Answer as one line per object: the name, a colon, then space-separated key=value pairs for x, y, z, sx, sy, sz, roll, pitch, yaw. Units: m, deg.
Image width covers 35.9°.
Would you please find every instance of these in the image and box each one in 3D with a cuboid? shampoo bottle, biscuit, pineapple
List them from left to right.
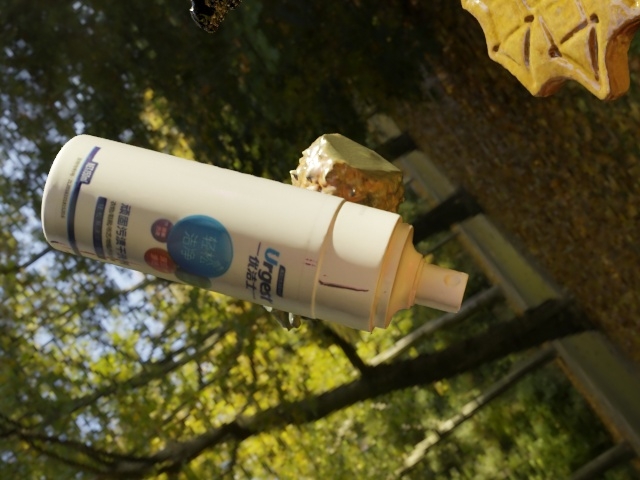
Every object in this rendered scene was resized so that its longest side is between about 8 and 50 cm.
shampoo bottle: x=-0.045 y=0.001 z=0.714 sx=0.303 sy=0.092 sz=0.092 roll=15 pitch=178 yaw=10
pineapple: x=0.000 y=0.000 z=0.924 sx=0.108 sy=0.198 sz=0.108 roll=22 pitch=-153 yaw=-11
biscuit: x=0.185 y=-0.205 z=0.773 sx=0.034 sy=0.182 sz=0.215 roll=-7 pitch=-111 yaw=-36

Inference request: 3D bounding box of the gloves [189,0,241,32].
gloves: x=-0.061 y=-0.227 z=0.724 sx=0.106 sy=0.129 sz=0.180 roll=56 pitch=172 yaw=-21
